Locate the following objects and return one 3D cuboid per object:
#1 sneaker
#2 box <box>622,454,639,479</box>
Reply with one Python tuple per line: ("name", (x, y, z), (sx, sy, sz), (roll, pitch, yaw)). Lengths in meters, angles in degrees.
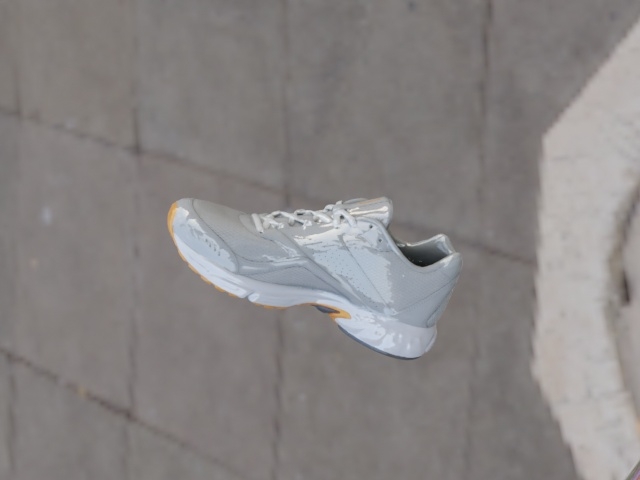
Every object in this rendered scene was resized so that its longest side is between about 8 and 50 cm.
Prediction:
("sneaker", (0.000, 0.000, 1.667), (0.121, 0.262, 0.099), (-62, 19, 23))
("box", (0.153, 0.173, 0.980), (0.057, 0.201, 0.293), (32, 133, 9))
